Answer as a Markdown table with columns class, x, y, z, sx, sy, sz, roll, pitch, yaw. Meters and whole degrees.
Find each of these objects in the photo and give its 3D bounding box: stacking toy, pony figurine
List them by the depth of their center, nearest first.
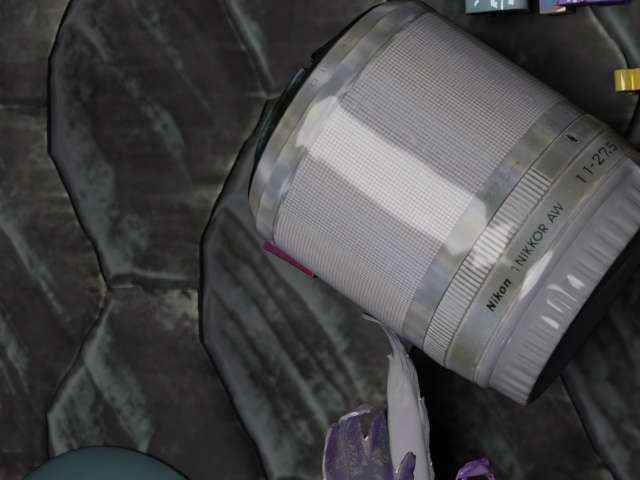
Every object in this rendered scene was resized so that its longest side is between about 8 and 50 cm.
| class | x | y | z | sx | sy | sz | roll | pitch | yaw |
| --- | --- | --- | --- | --- | --- | --- | --- | --- | --- |
| pony figurine | 0.109 | 0.259 | 1.471 | 0.363 | 0.303 | 0.351 | 6 | 105 | 12 |
| stacking toy | 0.176 | -0.190 | 1.530 | 0.221 | 0.052 | 0.167 | -4 | 88 | 30 |

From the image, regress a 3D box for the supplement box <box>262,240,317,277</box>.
| class | x | y | z | sx | sy | sz | roll | pitch | yaw |
| --- | --- | --- | --- | --- | --- | --- | --- | --- | --- |
| supplement box | 0.000 | 0.000 | 1.611 | 0.055 | 0.083 | 0.043 | 31 | 105 | 24 |

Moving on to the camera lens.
| class | x | y | z | sx | sy | sz | roll | pitch | yaw |
| --- | --- | --- | --- | --- | --- | --- | --- | --- | --- |
| camera lens | 0.100 | -0.033 | 1.463 | 0.274 | 0.219 | 0.219 | 36 | 107 | 13 |

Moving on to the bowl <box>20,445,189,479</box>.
| class | x | y | z | sx | sy | sz | roll | pitch | yaw |
| --- | --- | --- | --- | --- | --- | --- | --- | --- | --- |
| bowl | -0.228 | 0.343 | 1.698 | 0.311 | 0.163 | 0.312 | 0 | 90 | 30 |
